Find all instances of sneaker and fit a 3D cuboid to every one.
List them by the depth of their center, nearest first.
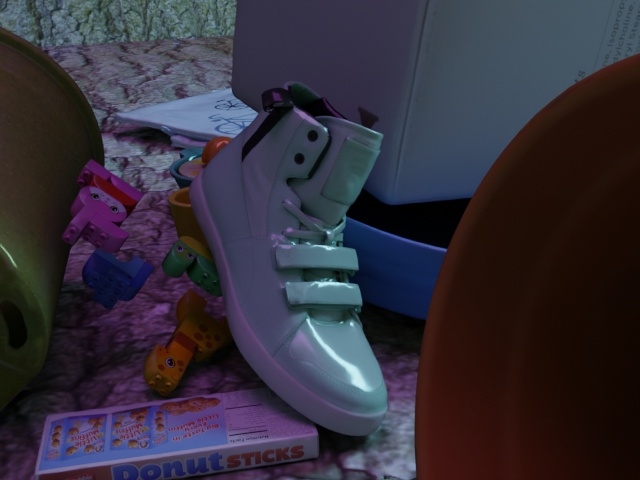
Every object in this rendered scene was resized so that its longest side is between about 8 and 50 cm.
[{"bbox_3d":[-0.001,0.000,0.545,0.094,0.151,0.256,4,47,-47],"label":"sneaker"}]

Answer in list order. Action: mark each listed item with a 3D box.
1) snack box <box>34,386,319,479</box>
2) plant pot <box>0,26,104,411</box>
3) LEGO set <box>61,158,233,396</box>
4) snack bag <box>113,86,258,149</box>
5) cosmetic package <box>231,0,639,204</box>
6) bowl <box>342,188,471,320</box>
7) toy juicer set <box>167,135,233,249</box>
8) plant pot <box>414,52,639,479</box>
[{"bbox_3d":[-0.094,0.131,0.516,0.178,0.022,0.064,-5,24,-10],"label":"snack box"},{"bbox_3d":[-0.298,-0.001,0.586,0.276,0.276,0.254,-8,35,-15],"label":"plant pot"},{"bbox_3d":[-0.115,0.055,0.588,0.227,0.087,0.093,35,36,-11],"label":"LEGO set"},{"bbox_3d":[-0.139,-0.210,1.330,0.343,0.037,0.323,15,27,34],"label":"snack bag"},{"bbox_3d":[0.162,-0.254,0.768,0.394,0.327,0.329,-7,29,-30],"label":"cosmetic package"},{"bbox_3d":[0.128,-0.034,0.762,0.391,0.077,0.391,7,25,-3],"label":"bowl"},{"bbox_3d":[-0.082,-0.088,0.960,0.209,0.089,0.329,-5,22,-9],"label":"toy juicer set"},{"bbox_3d":[0.198,0.083,0.321,0.204,0.290,0.291,8,18,-21],"label":"plant pot"}]
